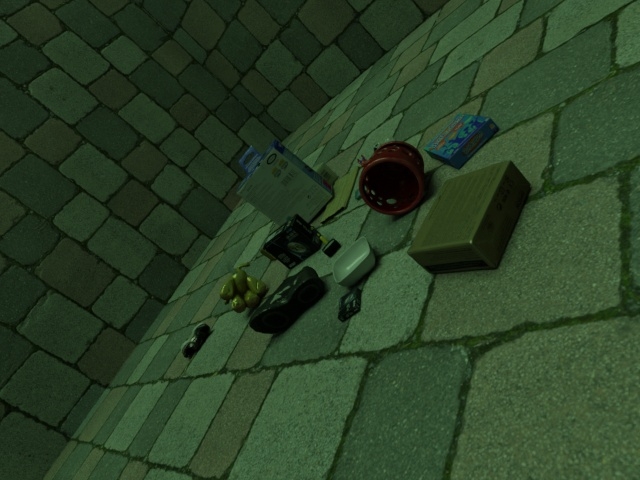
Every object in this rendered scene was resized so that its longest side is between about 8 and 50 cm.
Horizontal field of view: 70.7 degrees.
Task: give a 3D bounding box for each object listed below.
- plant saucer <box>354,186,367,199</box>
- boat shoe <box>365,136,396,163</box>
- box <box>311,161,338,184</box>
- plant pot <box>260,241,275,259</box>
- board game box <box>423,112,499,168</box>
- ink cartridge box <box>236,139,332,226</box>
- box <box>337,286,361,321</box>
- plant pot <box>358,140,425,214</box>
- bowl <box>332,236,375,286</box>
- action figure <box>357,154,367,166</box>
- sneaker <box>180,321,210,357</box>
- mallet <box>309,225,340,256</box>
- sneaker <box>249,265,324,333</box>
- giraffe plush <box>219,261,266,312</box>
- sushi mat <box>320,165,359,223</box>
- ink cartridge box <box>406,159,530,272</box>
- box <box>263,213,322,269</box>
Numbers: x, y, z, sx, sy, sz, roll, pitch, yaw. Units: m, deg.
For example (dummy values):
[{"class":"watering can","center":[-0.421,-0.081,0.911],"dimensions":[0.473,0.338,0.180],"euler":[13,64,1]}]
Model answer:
[{"class":"plant saucer","center":[0.205,-0.225,1.713],"dimensions":[0.192,0.018,0.067],"euler":[-38,22,26]},{"class":"boat shoe","center":[0.240,-0.357,1.818],"dimensions":[0.184,0.063,0.066],"euler":[-55,20,-16]},{"class":"box","center":[-0.039,-0.287,2.222],"dimensions":[0.094,0.113,0.275],"euler":[-56,22,-22]},{"class":"plant pot","center":[-0.227,0.042,2.052],"dimensions":[0.081,0.081,0.083],"euler":[-60,11,-28]},{"class":"board game box","center":[0.415,-0.304,1.360],"dimensions":[0.160,0.047,0.210],"euler":[-46,18,8]},{"class":"ink cartridge box","center":[-0.176,-0.245,1.974],"dimensions":[0.270,0.395,0.151],"euler":[-47,19,18]},{"class":"box","center":[0.079,0.173,1.222],"dimensions":[0.067,0.018,0.083],"euler":[-38,21,28]},{"class":"plant pot","center":[0.222,-0.200,1.367],"dimensions":[0.191,0.191,0.174],"euler":[-34,21,35]},{"class":"bowl","center":[0.103,0.068,1.319],"dimensions":[0.142,0.053,0.142],"euler":[-44,20,14]},{"class":"action figure","center":[0.184,-0.349,1.982],"dimensions":[0.038,0.030,0.115],"euler":[-40,22,10]},{"class":"sneaker","center":[-0.551,0.452,2.010],"dimensions":[0.178,0.072,0.077],"euler":[-54,30,8]},{"class":"mallet","center":[0.000,0.000,1.625],"dimensions":[0.062,0.039,0.190],"euler":[-51,36,-4]},{"class":"sneaker","center":[-0.111,0.193,1.459],"dimensions":[0.286,0.109,0.130],"euler":[-36,29,8]},{"class":"giraffe plush","center":[-0.339,0.207,1.871],"dimensions":[0.181,0.210,0.170],"euler":[-24,-18,-24]},{"class":"sushi mat","center":[0.085,-0.199,1.924],"dimensions":[0.151,0.019,0.316],"euler":[-35,23,37]},{"class":"ink cartridge box","center":[0.326,-0.047,0.999],"dimensions":[0.234,0.088,0.193],"euler":[-58,20,-23]},{"class":"box","center":[-0.105,0.007,1.744],"dimensions":[0.180,0.147,0.077],"euler":[-34,23,34]}]
